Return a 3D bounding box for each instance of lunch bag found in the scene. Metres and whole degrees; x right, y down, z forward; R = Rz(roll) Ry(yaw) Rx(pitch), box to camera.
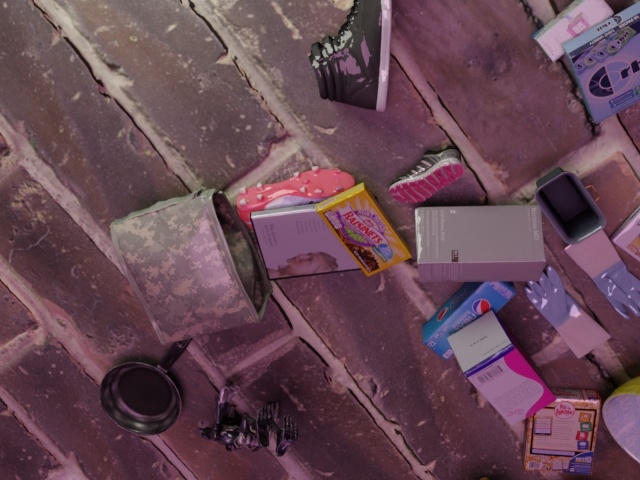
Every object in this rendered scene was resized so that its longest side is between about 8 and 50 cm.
[{"bbox_3d":[-0.263,0.041,1.467,0.235,0.169,0.287,-15,113,15],"label":"lunch bag"}]

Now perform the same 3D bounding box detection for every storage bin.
[{"bbox_3d":[0.469,-0.078,1.358,0.098,0.091,0.135,-35,104,19],"label":"storage bin"}]

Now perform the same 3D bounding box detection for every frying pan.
[{"bbox_3d":[-0.402,0.307,1.654,0.197,0.053,0.326,15,111,2],"label":"frying pan"}]

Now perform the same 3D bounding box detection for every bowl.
[{"bbox_3d":[0.735,0.357,1.441,0.156,0.289,0.289,-44,104,-24],"label":"bowl"}]

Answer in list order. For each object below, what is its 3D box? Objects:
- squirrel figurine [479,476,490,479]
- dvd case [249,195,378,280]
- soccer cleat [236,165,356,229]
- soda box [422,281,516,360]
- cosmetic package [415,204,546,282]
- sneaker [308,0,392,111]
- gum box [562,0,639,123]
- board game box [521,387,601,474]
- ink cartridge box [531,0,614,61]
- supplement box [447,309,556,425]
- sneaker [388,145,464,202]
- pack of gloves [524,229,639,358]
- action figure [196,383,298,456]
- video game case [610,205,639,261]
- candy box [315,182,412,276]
[{"bbox_3d":[0.486,0.692,1.604,0.396,0.281,0.371,-30,94,3],"label":"squirrel figurine"},{"bbox_3d":[0.000,0.000,1.449,0.252,0.022,0.180,-7,131,6],"label":"dvd case"},{"bbox_3d":[-0.047,-0.082,1.446,0.247,0.083,0.095,-11,139,7],"label":"soccer cleat"},{"bbox_3d":[0.302,0.145,1.479,0.067,0.071,0.210,37,112,-9],"label":"soda box"},{"bbox_3d":[0.305,0.007,1.383,0.237,0.127,0.107,-4,153,10],"label":"cosmetic package"},{"bbox_3d":[0.051,-0.376,1.289,0.146,0.105,0.296,1,116,2],"label":"sneaker"},{"bbox_3d":[0.519,-0.305,1.238,0.156,0.041,0.184,-28,139,18],"label":"gum box"},{"bbox_3d":[0.523,0.416,1.570,0.146,0.045,0.194,2,112,7],"label":"board game box"},{"bbox_3d":[0.435,-0.373,1.246,0.122,0.088,0.052,-37,100,19],"label":"ink cartridge box"},{"bbox_3d":[0.367,0.260,1.451,0.111,0.114,0.220,-34,124,12],"label":"supplement box"},{"bbox_3d":[0.207,-0.131,1.394,0.063,0.075,0.170,39,135,-26],"label":"sneaker"},{"bbox_3d":[0.535,0.100,1.455,0.195,0.046,0.232,-39,108,13],"label":"pack of gloves"},{"bbox_3d":[-0.163,0.406,1.614,0.164,0.141,0.275,27,156,-31],"label":"action figure"},{"bbox_3d":[0.717,-0.014,1.383,0.227,0.026,0.206,34,112,-6],"label":"video game case"},{"bbox_3d":[0.087,-0.017,1.400,0.105,0.027,0.206,-26,128,17],"label":"candy box"}]
